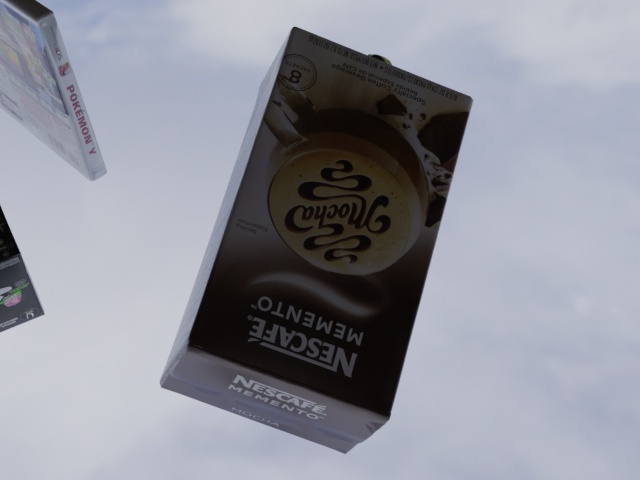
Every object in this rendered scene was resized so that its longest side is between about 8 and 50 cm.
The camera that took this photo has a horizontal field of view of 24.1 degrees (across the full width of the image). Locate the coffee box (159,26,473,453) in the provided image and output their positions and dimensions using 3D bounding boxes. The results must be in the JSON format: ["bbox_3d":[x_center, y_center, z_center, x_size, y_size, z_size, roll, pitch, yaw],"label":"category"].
[{"bbox_3d":[0.000,0.000,1.213,0.168,0.119,0.297,20,-116,-9],"label":"coffee box"}]

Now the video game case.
[{"bbox_3d":[-0.283,-0.170,1.434,0.023,0.183,0.201,-32,-137,-22],"label":"video game case"}]

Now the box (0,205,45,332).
[{"bbox_3d":[-0.229,0.018,1.023,0.052,0.083,0.062,-22,-121,-12],"label":"box"}]

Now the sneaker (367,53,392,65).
[{"bbox_3d":[0.025,-0.067,1.673,0.109,0.295,0.123,7,168,7],"label":"sneaker"}]
